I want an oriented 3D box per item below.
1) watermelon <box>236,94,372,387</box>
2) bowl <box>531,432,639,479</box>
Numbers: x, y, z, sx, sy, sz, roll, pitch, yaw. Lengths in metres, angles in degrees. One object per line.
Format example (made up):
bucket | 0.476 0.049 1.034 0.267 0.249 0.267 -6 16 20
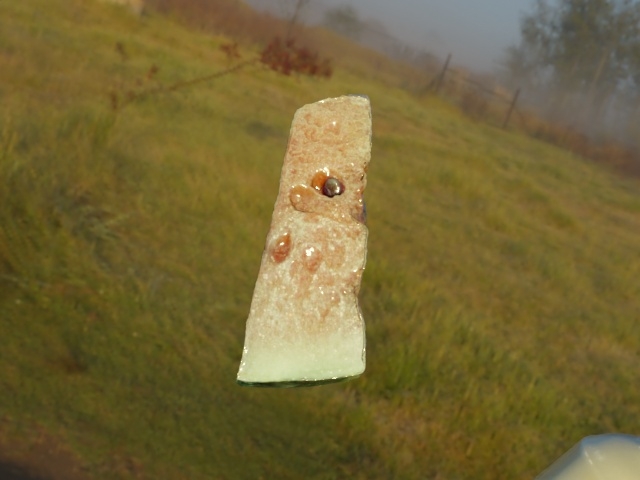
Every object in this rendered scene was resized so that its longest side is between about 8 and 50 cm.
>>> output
watermelon | 0.000 0.000 0.858 0.094 0.241 0.154 6 -3 4
bowl | 0.262 0.224 0.780 0.237 0.126 0.238 29 13 -8
